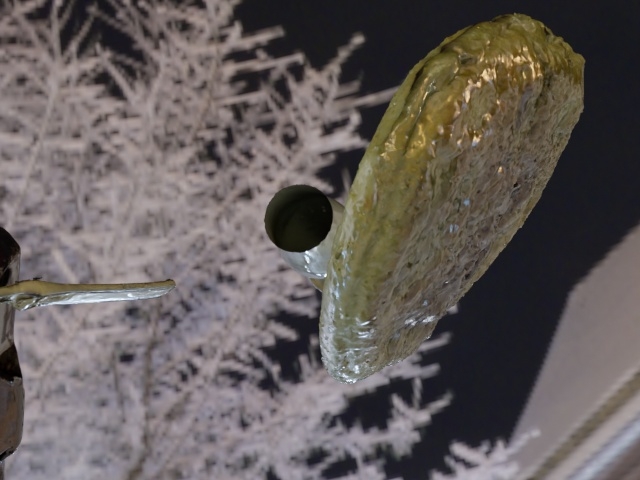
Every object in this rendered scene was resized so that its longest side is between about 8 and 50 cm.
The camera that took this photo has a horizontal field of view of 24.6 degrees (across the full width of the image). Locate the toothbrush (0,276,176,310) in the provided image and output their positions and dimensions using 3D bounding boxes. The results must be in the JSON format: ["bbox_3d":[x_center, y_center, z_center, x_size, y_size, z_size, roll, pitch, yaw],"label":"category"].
[{"bbox_3d":[-0.172,0.037,0.962,0.026,0.028,0.294,-30,-8,22],"label":"toothbrush"}]

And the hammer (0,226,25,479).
[{"bbox_3d":[-0.385,0.128,0.912,0.408,0.095,0.243,-12,-50,-29],"label":"hammer"}]

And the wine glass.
[{"bbox_3d":[0.000,0.000,1.646,0.092,0.093,0.202,-22,-19,10],"label":"wine glass"}]

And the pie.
[{"bbox_3d":[0.093,-0.024,1.082,0.323,0.070,0.323,-49,-23,-29],"label":"pie"}]
